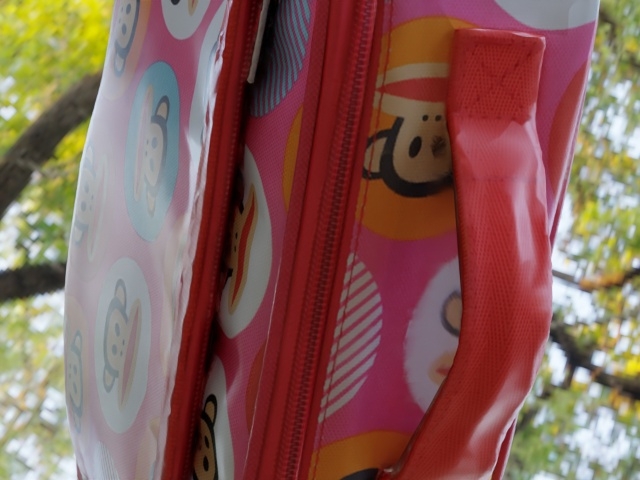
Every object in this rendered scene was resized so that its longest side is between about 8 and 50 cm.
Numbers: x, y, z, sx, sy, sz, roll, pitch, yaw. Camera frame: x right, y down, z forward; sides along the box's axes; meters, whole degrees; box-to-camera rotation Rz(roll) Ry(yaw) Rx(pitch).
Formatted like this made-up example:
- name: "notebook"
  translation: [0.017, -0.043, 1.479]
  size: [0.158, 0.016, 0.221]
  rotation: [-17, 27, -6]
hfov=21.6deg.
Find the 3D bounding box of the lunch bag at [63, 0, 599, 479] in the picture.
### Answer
- name: "lunch bag"
  translation: [0.000, 0.000, 0.581]
  size: [0.120, 0.258, 0.293]
  rotation: [3, -74, -23]
